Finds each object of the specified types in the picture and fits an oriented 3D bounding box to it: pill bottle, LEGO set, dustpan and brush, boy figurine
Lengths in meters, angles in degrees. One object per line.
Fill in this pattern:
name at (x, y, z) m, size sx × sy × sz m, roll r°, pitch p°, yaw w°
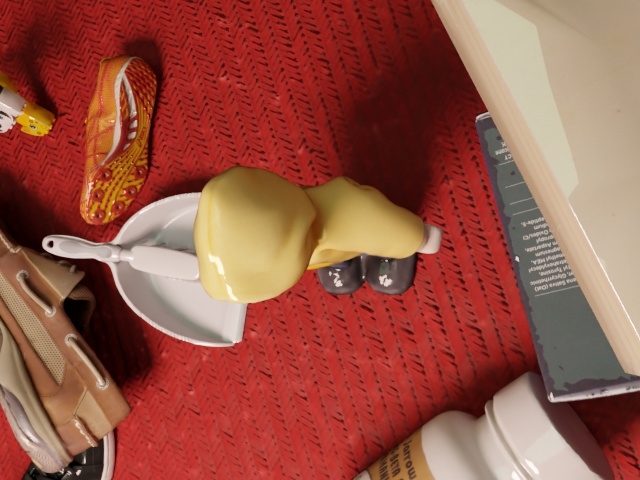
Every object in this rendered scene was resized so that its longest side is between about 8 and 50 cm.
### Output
pill bottle at (0.106, 0.211, 0.661) m, size 0.229 × 0.131 × 0.131 m, roll -41°, pitch 74°, yaw 16°
LEGO set at (-0.345, -0.116, 0.889) m, size 0.227 × 0.093 × 0.087 m, roll -33°, pitch 37°, yaw 45°
dustpan and brush at (-0.174, 0.018, 0.825) m, size 0.211 × 0.060 × 0.147 m, roll 9°, pitch 92°, yaw 23°
boy figurine at (0.000, 0.000, 0.632) m, size 0.177 × 0.285 × 0.092 m, roll -1°, pitch 88°, yaw 19°

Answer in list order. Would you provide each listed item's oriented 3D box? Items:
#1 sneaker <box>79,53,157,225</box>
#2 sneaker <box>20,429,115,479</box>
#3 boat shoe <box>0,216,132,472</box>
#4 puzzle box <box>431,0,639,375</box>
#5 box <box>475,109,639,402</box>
sneaker at (-0.211, -0.101, 0.855) m, size 0.067 × 0.064 × 0.175 m, roll 13°, pitch 88°, yaw 43°
sneaker at (-0.287, 0.270, 0.831) m, size 0.079 × 0.121 × 0.217 m, roll 26°, pitch 98°, yaw 21°
boat shoe at (-0.287, 0.074, 0.856) m, size 0.116 × 0.123 × 0.324 m, roll -26°, pitch 66°, yaw -14°
puzzle box at (0.306, -0.129, 0.511) m, size 0.408 × 0.052 × 0.272 m, roll -27°, pitch 88°, yaw -6°
box at (0.204, 0.001, 0.615) m, size 0.108 × 0.153 × 0.207 m, roll -16°, pitch 81°, yaw 22°
